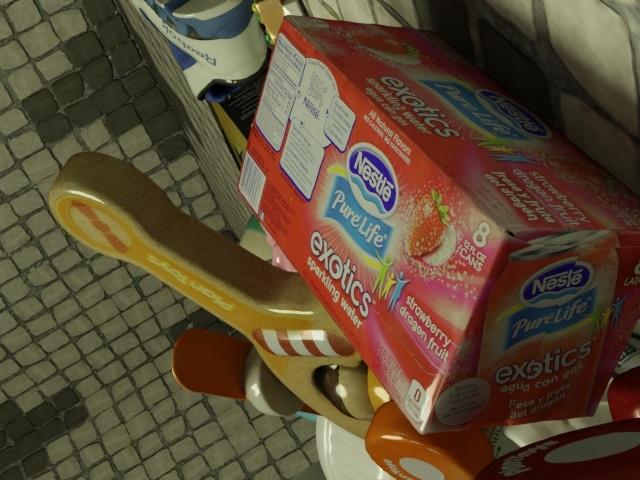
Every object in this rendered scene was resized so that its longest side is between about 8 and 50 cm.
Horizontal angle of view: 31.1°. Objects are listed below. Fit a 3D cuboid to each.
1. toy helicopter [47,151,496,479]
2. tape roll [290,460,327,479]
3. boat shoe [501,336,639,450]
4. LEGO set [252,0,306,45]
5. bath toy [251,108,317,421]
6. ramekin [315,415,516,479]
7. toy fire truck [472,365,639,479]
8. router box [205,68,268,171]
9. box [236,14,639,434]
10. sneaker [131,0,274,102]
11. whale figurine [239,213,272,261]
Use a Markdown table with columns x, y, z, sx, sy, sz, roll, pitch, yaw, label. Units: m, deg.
| x | y | z | sx | sy | sz | roll | pitch | yaw | label |
| --- | --- | --- | --- | --- | --- | --- | --- | --- | --- |
| -0.035 | 0.054 | 0.818 | 0.355 | 0.140 | 0.235 | 33 | 152 | -11 | toy helicopter |
| 0.113 | 0.347 | 1.020 | 0.392 | 0.392 | 0.072 | 53 | 142 | 39 | tape roll |
| 0.224 | 0.253 | 0.720 | 0.367 | 0.156 | 0.136 | 60 | 173 | -2 | boat shoe |
| -0.105 | -0.277 | 0.998 | 0.132 | 0.107 | 0.287 | 55 | 171 | 31 | LEGO set |
| 0.000 | 0.000 | 1.040 | 0.151 | 0.129 | 0.348 | 19 | 131 | 25 | bath toy |
| 0.110 | 0.168 | 0.997 | 0.207 | 0.207 | 0.109 | 62 | 163 | -22 | ramekin |
| 0.102 | 0.158 | 0.506 | 0.254 | 0.302 | 0.169 | -15 | 90 | 38 | toy fire truck |
| -0.035 | -0.068 | 1.465 | 0.243 | 0.081 | 0.308 | 52 | 170 | 43 | router box |
| 0.064 | -0.020 | 0.667 | 0.257 | 0.123 | 0.128 | 51 | 133 | 47 | box |
| -0.148 | -0.255 | 1.294 | 0.315 | 0.127 | 0.182 | 49 | 166 | 45 | sneaker |
| 0.028 | 0.018 | 1.287 | 0.216 | 0.141 | 0.272 | 22 | 177 | 30 | whale figurine |
